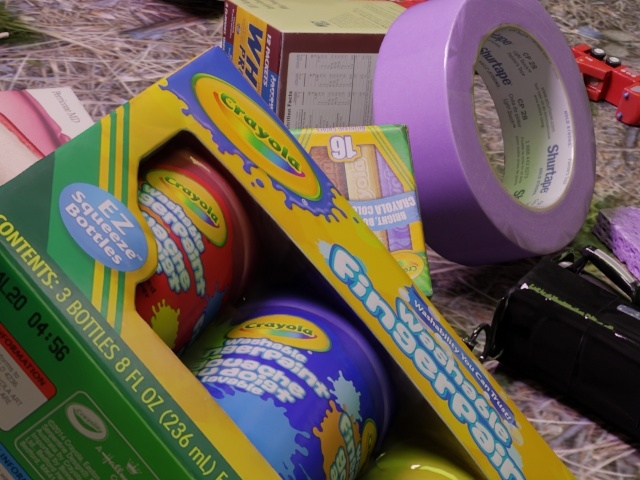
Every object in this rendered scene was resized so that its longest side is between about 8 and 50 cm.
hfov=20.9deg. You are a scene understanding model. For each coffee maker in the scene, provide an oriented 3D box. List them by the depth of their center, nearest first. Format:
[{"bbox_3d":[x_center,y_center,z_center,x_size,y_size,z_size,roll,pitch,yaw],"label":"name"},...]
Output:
[{"bbox_3d":[0.250,0.108,1.575,0.178,0.120,0.171,30,59,29],"label":"coffee maker"}]

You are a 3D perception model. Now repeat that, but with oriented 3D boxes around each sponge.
[{"bbox_3d":[0.409,-0.001,1.861,0.210,0.031,0.117,-5,34,-25],"label":"sponge"}]

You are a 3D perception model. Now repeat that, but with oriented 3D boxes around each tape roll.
[{"bbox_3d":[0.169,-0.114,1.734,0.090,0.274,0.275,-13,14,38],"label":"tape roll"}]

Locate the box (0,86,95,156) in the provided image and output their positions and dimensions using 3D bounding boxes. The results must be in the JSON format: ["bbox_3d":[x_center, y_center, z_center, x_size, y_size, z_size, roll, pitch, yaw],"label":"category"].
[{"bbox_3d":[-0.325,-0.051,1.612,0.232,0.126,0.148,-7,35,-27],"label":"box"}]

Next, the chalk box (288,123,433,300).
[{"bbox_3d":[0.016,0.018,1.564,0.132,0.132,0.213,-2,71,-13],"label":"chalk box"}]

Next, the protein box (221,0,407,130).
[{"bbox_3d":[0.015,-0.178,1.876,0.201,0.136,0.200,-1,18,-20],"label":"protein box"}]

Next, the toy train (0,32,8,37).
[{"bbox_3d":[-0.431,-0.241,1.845,0.248,0.143,0.105,-8,79,-29],"label":"toy train"}]

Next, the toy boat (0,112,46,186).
[{"bbox_3d":[-0.247,-0.007,1.374,0.151,0.151,0.231,25,13,-49],"label":"toy boat"}]

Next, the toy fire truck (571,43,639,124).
[{"bbox_3d":[0.316,-0.192,2.124,0.192,0.047,0.135,34,38,31],"label":"toy fire truck"}]

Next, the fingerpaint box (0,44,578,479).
[{"bbox_3d":[-0.043,0.126,1.136,0.445,0.163,0.371,51,27,-4],"label":"fingerpaint box"}]

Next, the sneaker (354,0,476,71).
[{"bbox_3d":[0.095,-0.266,2.160,0.221,0.087,0.128,13,21,-21],"label":"sneaker"}]
